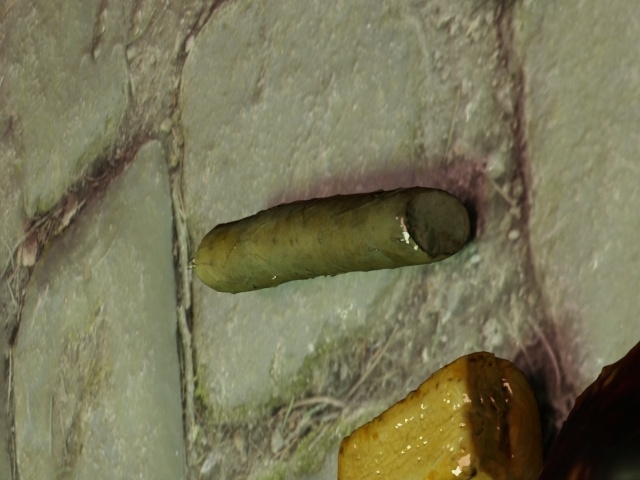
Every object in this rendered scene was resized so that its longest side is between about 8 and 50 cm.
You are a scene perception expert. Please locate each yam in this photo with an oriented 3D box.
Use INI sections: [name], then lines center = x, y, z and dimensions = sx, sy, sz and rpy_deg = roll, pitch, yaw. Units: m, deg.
[yam]
center = 0.000, 0.000, 1.511
dimensions = 0.371, 0.083, 0.083
rpy_deg = -10, 74, 56

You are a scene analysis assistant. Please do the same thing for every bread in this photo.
[bread]
center = 0.088, 0.171, 1.311
dimensions = 0.211, 0.083, 0.114
rpy_deg = -39, 46, 50

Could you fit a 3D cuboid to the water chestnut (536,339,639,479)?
[water chestnut]
center = 0.275, 0.169, 0.821
dimensions = 0.350, 0.302, 0.350
rpy_deg = 42, 150, 32
